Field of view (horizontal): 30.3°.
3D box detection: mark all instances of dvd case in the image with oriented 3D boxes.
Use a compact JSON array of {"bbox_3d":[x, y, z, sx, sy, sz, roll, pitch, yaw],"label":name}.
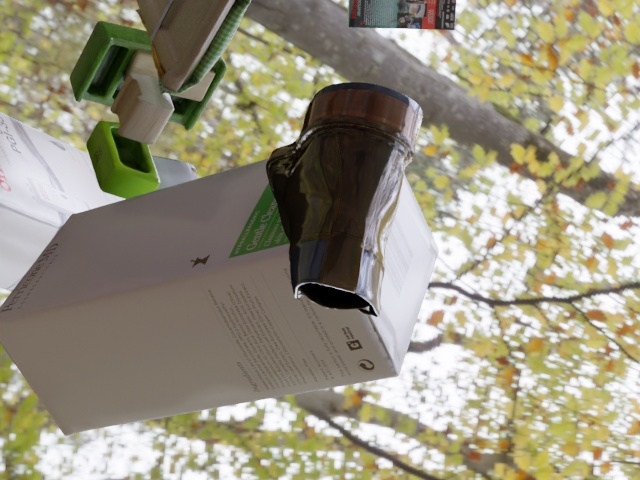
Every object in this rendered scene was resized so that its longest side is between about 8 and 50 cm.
[{"bbox_3d":[0.090,-0.274,1.290,0.119,0.013,0.087,-1,-72,-6],"label":"dvd case"}]

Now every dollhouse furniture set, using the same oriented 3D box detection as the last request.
[{"bbox_3d":[-0.118,-0.201,1.217,0.301,0.151,0.197,-54,-138,31],"label":"dollhouse furniture set"}]

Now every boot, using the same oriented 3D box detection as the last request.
[{"bbox_3d":[0.000,0.000,0.676,0.082,0.219,0.106,13,-109,-2],"label":"boot"}]

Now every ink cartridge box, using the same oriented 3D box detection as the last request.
[{"bbox_3d":[-0.357,-0.039,1.418,0.117,0.283,0.207,-43,-124,14],"label":"ink cartridge box"}]

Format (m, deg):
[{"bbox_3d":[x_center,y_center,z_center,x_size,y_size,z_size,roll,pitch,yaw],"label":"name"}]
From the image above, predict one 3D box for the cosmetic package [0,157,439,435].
[{"bbox_3d":[-0.096,0.045,1.100,0.365,0.155,0.197,-13,-150,25],"label":"cosmetic package"}]
